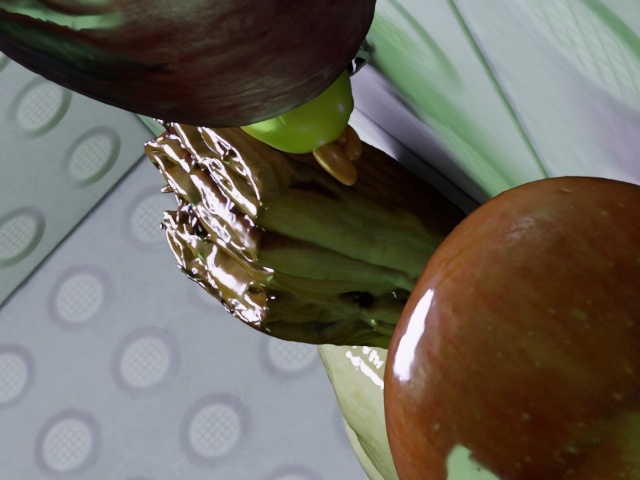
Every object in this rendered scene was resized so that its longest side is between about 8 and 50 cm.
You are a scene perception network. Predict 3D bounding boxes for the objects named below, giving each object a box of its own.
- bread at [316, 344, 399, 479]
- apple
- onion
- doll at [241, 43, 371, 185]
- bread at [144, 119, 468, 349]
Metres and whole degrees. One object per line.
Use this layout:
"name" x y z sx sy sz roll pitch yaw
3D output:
"bread" 0.145 0.177 2.244 0.320 0.237 0.320 49 164 19
"apple" 0.155 0.091 1.130 0.206 0.251 0.272 41 -173 37
"onion" -0.130 -0.184 0.835 0.348 0.285 0.347 56 -177 -5
"doll" -0.024 -0.137 1.519 0.221 0.135 0.143 40 -148 -52
"bread" 0.000 0.000 1.721 0.324 0.167 0.277 23 -164 -37
